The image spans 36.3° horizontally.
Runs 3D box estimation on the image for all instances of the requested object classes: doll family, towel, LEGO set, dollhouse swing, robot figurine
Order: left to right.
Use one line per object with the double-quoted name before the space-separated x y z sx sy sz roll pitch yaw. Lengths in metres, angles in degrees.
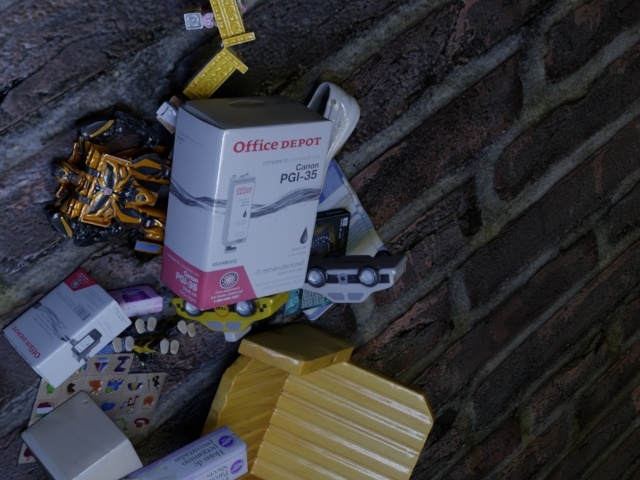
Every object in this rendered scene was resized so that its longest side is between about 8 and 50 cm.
"doll family" -0.299 0.160 1.560 0.193 0.111 0.076 16 74 -44
"robot figurine" -0.262 -0.073 1.453 0.291 0.085 0.211 10 106 -46
"LEGO set" -0.164 -0.298 1.425 0.132 0.107 0.287 5 121 -7
"dollhouse swing" -0.011 0.378 1.776 0.315 0.305 0.346 -6 121 -63
"towel" 0.000 0.000 1.783 0.209 0.034 0.285 -43 134 -12

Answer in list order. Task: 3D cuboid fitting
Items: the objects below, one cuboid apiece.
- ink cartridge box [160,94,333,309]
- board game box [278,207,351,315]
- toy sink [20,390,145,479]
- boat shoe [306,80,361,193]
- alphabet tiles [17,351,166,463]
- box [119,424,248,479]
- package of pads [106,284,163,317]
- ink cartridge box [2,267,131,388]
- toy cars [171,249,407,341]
"ink cartridge box" -0.113 -0.060 1.451 0.207 0.117 0.282 -11 121 -40
"board game box" -0.012 0.039 1.753 0.126 0.026 0.186 -12 122 -33
"toy sink" -0.357 0.386 1.586 0.131 0.153 0.234 -35 133 -23
"boat shoe" -0.038 -0.139 1.619 0.096 0.098 0.277 34 80 -48
"alphabet tiles" -0.371 0.274 1.624 0.237 0.009 0.198 4 111 -45
"box" -0.262 0.394 1.519 0.324 0.063 0.067 -22 129 -33
"package of pads" -0.297 0.097 1.551 0.083 0.050 0.032 -9 120 -40
"ink cartridge box" -0.377 0.129 1.452 0.150 0.109 0.063 -41 139 -16
"toy cars" -0.043 0.093 1.621 0.394 0.176 0.087 -13 106 -16
